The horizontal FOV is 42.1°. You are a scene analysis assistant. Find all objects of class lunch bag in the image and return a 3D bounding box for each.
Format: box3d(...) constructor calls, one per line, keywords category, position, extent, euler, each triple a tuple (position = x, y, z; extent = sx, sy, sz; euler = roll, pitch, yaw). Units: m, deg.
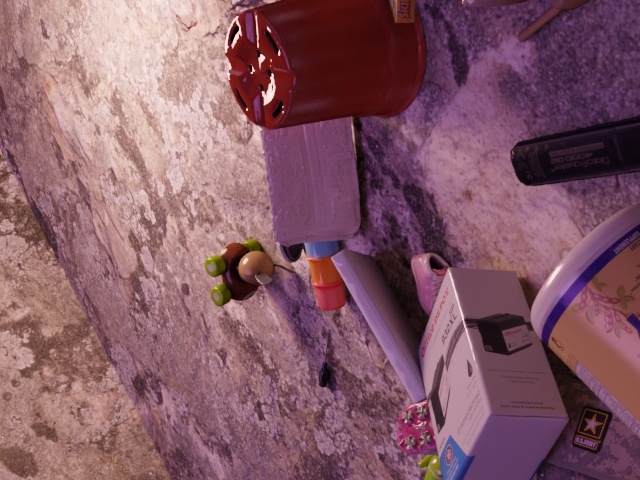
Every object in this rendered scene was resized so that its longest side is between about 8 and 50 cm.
box3d(category="lunch bag", position=(0.451, 0.347, 1.250), extent=(0.235, 0.169, 0.287), euler=(2, 101, 59))

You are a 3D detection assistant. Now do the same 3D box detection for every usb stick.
box3d(category="usb stick", position=(0.388, -0.126, 1.189), extent=(0.278, 0.045, 0.077), euler=(-6, 109, 56))

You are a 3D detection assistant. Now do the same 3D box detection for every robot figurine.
box3d(category="robot figurine", position=(0.251, 0.480, 1.700), extent=(0.101, 0.067, 0.115), euler=(48, 142, 39))

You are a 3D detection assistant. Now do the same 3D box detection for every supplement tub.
box3d(category="supplement tub", position=(0.460, 0.139, 1.049), extent=(0.331, 0.241, 0.241), euler=(48, 142, 29))

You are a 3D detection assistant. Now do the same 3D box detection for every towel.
box3d(category="towel", position=(-0.019, -0.127, 1.667), extent=(0.049, 0.187, 0.282), euler=(-89, -8, -69))

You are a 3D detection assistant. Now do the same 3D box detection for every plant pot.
box3d(category="plant pot", position=(-0.004, -0.319, 1.451), extent=(0.272, 0.265, 0.272), euler=(32, 132, 43))

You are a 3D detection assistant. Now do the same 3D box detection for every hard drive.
box3d(category="hard drive", position=(0.137, 0.163, 1.599), extent=(0.040, 0.203, 0.307), euler=(-34, 75, 13))

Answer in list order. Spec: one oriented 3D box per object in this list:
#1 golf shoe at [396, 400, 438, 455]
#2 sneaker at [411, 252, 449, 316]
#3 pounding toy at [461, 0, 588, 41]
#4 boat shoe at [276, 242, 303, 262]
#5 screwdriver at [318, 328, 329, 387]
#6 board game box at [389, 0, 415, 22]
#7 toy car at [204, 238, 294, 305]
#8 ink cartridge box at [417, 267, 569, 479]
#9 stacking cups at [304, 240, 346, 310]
box3d(category="golf shoe", position=(0.294, 0.347, 1.546), extent=(0.306, 0.140, 0.115), euler=(-14, 58, 39))
box3d(category="sneaker", position=(0.215, 0.085, 1.549), extent=(0.070, 0.051, 0.134), euler=(-27, 80, 62))
box3d(category="pounding toy", position=(0.235, -0.352, 1.186), extent=(0.269, 0.154, 0.155), euler=(28, 129, 46))
box3d(category="boat shoe", position=(-0.054, -0.026, 1.869), extent=(0.083, 0.065, 0.183), euler=(25, 126, 49))
box3d(category="screwdriver", position=(0.012, 0.280, 1.989), extent=(0.025, 0.024, 0.170), euler=(-111, 24, -64))
box3d(category="board game box", position=(0.121, -0.434, 1.282), extent=(0.259, 0.039, 0.124), euler=(-85, -5, -59))
box3d(category="toy car", position=(-0.159, 0.083, 2.022), extent=(0.188, 0.155, 0.149), euler=(6, 113, 41))
box3d(category="ink cartridge box", position=(0.265, 0.227, 1.352), extent=(0.307, 0.129, 0.223), euler=(-96, 14, -48))
box3d(category="stacking cups", position=(0.000, 0.000, 1.780), extent=(0.096, 0.096, 0.316), euler=(11, 117, 53))
